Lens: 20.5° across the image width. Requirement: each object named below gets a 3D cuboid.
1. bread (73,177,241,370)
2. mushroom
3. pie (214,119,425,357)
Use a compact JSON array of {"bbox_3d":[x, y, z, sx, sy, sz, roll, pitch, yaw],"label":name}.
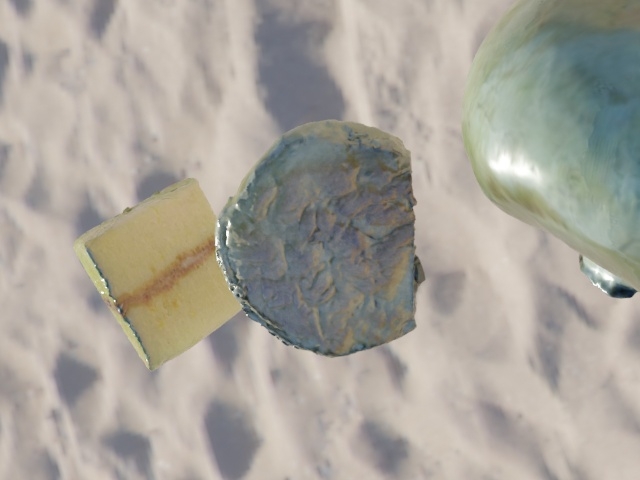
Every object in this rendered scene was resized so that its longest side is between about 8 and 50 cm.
[{"bbox_3d":[-0.157,0.035,1.916,0.168,0.163,0.264,61,172,-6],"label":"bread"},{"bbox_3d":[0.277,-0.078,1.285,0.352,0.352,0.260,36,135,39],"label":"mushroom"},{"bbox_3d":[0.000,0.001,1.549,0.052,0.185,0.218,-111,18,-64],"label":"pie"}]
